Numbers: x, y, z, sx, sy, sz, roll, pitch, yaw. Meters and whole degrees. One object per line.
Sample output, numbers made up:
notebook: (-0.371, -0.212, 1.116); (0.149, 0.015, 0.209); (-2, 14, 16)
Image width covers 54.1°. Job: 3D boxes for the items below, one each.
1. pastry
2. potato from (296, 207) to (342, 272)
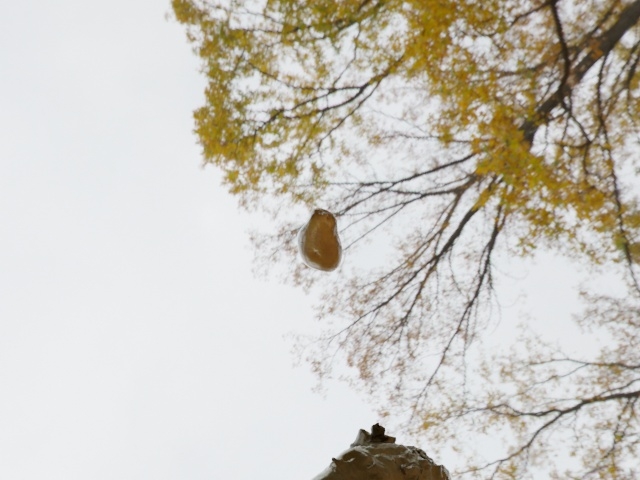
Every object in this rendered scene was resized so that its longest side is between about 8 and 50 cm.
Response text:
pastry: (0.047, 0.341, 0.726); (0.236, 0.121, 0.257); (28, -83, -42)
potato: (0.000, 0.000, 0.782); (0.062, 0.083, 0.068); (-9, -144, -38)
